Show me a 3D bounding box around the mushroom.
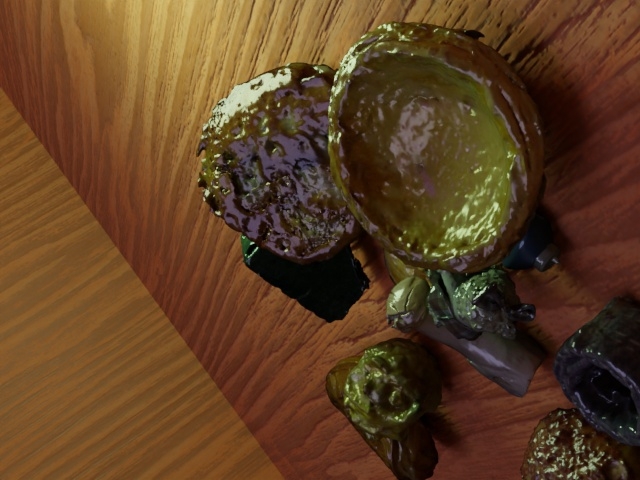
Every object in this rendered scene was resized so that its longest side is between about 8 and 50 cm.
[{"bbox_3d":[0.189,0.121,1.402,0.223,0.092,0.081,31,119,-2],"label":"mushroom"}]

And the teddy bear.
[{"bbox_3d":[0.176,0.067,1.288,0.133,0.111,0.213,44,-171,-15],"label":"teddy bear"}]

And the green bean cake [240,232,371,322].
[{"bbox_3d":[0.000,0.000,1.669,0.208,0.193,0.107,38,-174,-21],"label":"green bean cake"}]

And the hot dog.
[{"bbox_3d":[0.119,0.312,1.891,0.272,0.122,0.196,38,158,55],"label":"hot dog"}]

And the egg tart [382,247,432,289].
[{"bbox_3d":[0.144,0.030,1.469,0.191,0.074,0.191,45,155,28],"label":"egg tart"}]

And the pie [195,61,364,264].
[{"bbox_3d":[-0.038,-0.101,1.506,0.308,0.085,0.308,9,113,21],"label":"pie"}]

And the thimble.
[{"bbox_3d":[0.336,0.144,1.171,0.150,0.098,0.150,45,158,24],"label":"thimble"}]

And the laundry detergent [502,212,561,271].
[{"bbox_3d":[0.202,-0.033,1.255,0.206,0.061,0.096,44,150,27],"label":"laundry detergent"}]

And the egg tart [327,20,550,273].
[{"bbox_3d":[0.133,-0.105,1.156,0.294,0.123,0.294,20,120,40],"label":"egg tart"}]

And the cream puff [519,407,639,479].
[{"bbox_3d":[0.353,0.321,1.329,0.240,0.164,0.240,40,150,28],"label":"cream puff"}]

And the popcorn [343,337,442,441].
[{"bbox_3d":[0.116,0.241,1.715,0.142,0.173,0.173,16,143,24],"label":"popcorn"}]
